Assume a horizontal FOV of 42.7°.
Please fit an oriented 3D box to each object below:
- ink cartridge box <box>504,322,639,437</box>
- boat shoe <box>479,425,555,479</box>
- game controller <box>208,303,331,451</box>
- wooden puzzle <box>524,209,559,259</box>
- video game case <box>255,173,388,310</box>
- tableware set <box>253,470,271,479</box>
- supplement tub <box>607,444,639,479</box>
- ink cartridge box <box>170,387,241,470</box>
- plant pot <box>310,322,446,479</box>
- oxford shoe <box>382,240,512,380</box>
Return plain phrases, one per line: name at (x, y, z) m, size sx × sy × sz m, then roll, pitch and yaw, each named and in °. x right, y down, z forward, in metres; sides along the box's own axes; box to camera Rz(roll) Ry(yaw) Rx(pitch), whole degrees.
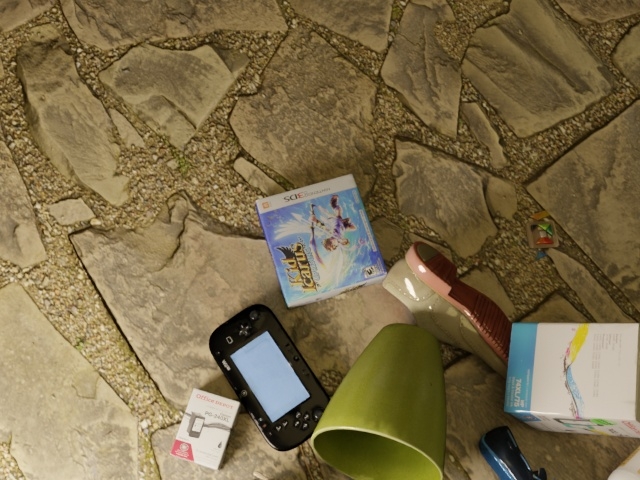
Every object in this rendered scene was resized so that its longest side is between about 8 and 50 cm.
ink cartridge box at (0.554, 0.290, 1.702) m, size 0.270 × 0.198 × 0.197 m, roll -5°, pitch 64°, yaw 37°
boat shoe at (0.446, 0.507, 1.734) m, size 0.089 × 0.109 × 0.258 m, roll -31°, pitch 76°, yaw -16°
game controller at (-0.110, 0.300, 1.804) m, size 0.166 × 0.067 × 0.319 m, roll -32°, pitch 74°, yaw -13°
wooden puzzle at (0.534, -0.016, 1.974) m, size 0.078 × 0.014 × 0.116 m, roll -11°, pitch 71°, yaw -6°
video game case at (0.000, 0.000, 1.921) m, size 0.244 × 0.061 × 0.269 m, roll -16°, pitch 72°, yaw -7°
tableware set at (-0.087, 0.587, 1.716) m, size 0.194 × 0.039 × 0.128 m, roll 28°, pitch 82°, yaw 11°
supplement tub at (0.738, 0.511, 1.678) m, size 0.316 × 0.228 × 0.228 m, roll -38°, pitch 76°, yaw -14°
ink cartridge box at (-0.245, 0.405, 1.761) m, size 0.109 × 0.063 × 0.150 m, roll 16°, pitch 71°, yaw 4°
plant pot at (0.153, 0.330, 1.721) m, size 0.275 × 0.275 × 0.293 m, roll 18°, pitch 56°, yaw 4°
oxford shoe at (0.311, 0.183, 1.852) m, size 0.397 × 0.140 × 0.146 m, roll 47°, pitch 119°, yaw 3°
